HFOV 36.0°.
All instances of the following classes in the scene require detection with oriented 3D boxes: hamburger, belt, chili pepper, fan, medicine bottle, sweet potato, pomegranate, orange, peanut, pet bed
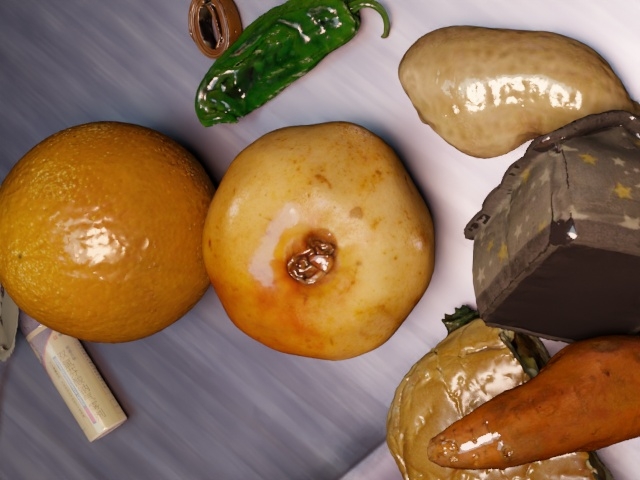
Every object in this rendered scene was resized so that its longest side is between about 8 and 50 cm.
[{"bbox_3d":[0.187,0.230,1.075,0.211,0.132,0.308,-31,88,20],"label":"hamburger"},{"bbox_3d":[-0.127,-0.259,1.191,0.059,0.036,0.083,-13,92,31],"label":"belt"},{"bbox_3d":[-0.045,-0.218,1.146,0.257,0.074,0.100,-32,88,28],"label":"chili pepper"},{"bbox_3d":[-0.445,0.116,1.346,0.233,0.012,0.414,50,133,48],"label":"fan"},{"bbox_3d":[-0.346,0.160,1.332,0.059,0.059,0.230,-37,83,23],"label":"medicine bottle"},{"bbox_3d":[0.271,0.144,0.946,0.112,0.359,0.112,172,90,-66],"label":"sweet potato"},{"bbox_3d":[0.000,0.000,1.055,0.264,0.264,0.264,3,99,23],"label":"pomegranate"},{"bbox_3d":[-0.242,-0.010,1.150,0.274,0.274,0.274,3,99,23],"label":"orange"},{"bbox_3d":[0.204,-0.151,1.021,0.253,0.122,0.137,6,99,18],"label":"peanut"},{"bbox_3d":[0.252,-0.012,0.958,0.183,0.211,0.159,11,60,-10],"label":"pet bed"}]
